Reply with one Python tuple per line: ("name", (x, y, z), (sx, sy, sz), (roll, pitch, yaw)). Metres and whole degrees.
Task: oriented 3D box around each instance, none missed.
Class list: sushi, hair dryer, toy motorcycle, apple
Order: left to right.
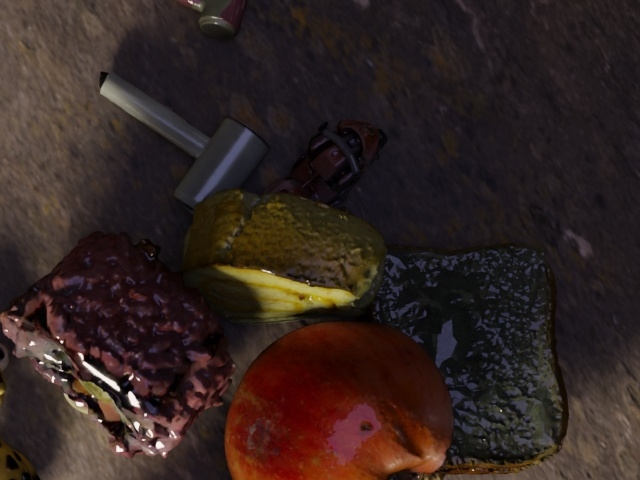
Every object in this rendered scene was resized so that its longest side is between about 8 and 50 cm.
("sushi", (-0.241, 0.136, 1.495), (0.270, 0.236, 0.171), (44, 55, -2))
("hair dryer", (-0.197, -0.138, 1.612), (0.236, 0.073, 0.131), (36, 81, -1))
("hair dryer", (-0.171, -0.336, 1.648), (0.154, 0.054, 0.106), (15, 77, -3))
("apple", (-0.003, 0.235, 1.480), (0.163, 0.251, 0.293), (12, 103, -50))
("toy motorcycle", (0.000, -0.089, 1.611), (0.212, 0.118, 0.084), (-35, 81, -11))

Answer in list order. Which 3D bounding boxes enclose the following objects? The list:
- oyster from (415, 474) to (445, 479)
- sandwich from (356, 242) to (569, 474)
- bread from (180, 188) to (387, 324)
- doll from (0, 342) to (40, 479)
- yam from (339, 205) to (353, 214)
("oyster", (0.135, 0.290, 1.633), (0.080, 0.038, 0.083), (-11, 86, -9))
("sandwich", (0.179, 0.151, 1.606), (0.271, 0.099, 0.301), (-3, 76, -3))
("bread", (-0.041, 0.026, 1.537), (0.257, 0.186, 0.124), (2, 66, 14))
("doll", (-0.412, 0.224, 1.529), (0.117, 0.086, 0.291), (-7, 81, -50))
("yam", (0.000, 0.000, 1.651), (0.021, 0.021, 0.116), (44, 78, -2))
